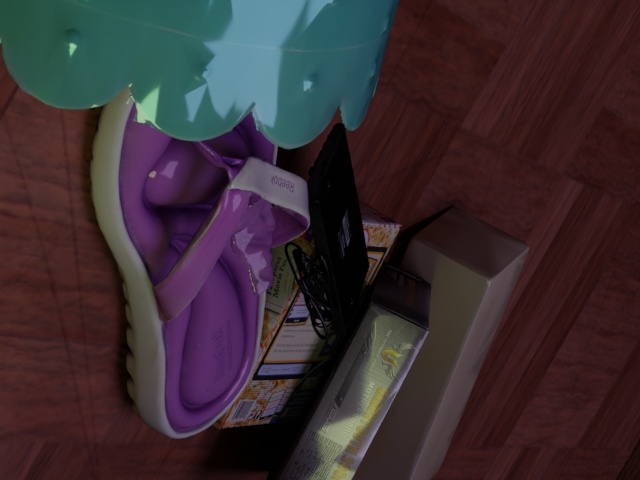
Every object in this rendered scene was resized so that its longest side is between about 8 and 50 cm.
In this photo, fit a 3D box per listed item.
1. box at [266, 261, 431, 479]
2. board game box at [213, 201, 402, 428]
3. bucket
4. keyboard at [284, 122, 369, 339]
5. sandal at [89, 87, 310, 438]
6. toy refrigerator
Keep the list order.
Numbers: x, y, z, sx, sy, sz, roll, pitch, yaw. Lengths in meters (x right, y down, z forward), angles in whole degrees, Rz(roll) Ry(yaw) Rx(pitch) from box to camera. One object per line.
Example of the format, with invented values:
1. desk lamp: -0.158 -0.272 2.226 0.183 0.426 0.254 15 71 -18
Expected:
1. box: 0.021 0.143 1.693 0.231 0.056 0.183 -63 -178 10
2. board game box: -0.021 0.059 1.602 0.193 0.045 0.147 -62 157 10
3. bucket: -0.070 -0.182 0.931 0.281 0.281 0.183 -20 134 -56
4. keyboard: 0.000 0.000 1.495 0.192 0.038 0.100 77 28 -53
5. sandal: -0.062 0.001 1.370 0.169 0.102 0.416 -45 154 -29
6. toy refrigerator: 0.096 0.111 1.849 0.102 0.094 0.269 -35 150 -56
